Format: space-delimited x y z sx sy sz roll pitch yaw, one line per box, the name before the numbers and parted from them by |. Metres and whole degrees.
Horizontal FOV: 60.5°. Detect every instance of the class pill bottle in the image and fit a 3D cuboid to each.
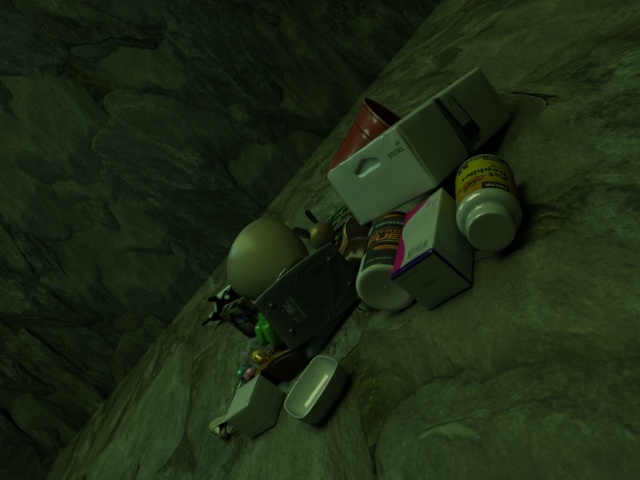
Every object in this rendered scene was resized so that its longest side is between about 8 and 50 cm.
pill bottle | 0.318 -0.072 1.048 0.117 0.117 0.215 -41 17 31
pill bottle | 0.161 0.033 1.229 0.130 0.130 0.246 -40 17 34

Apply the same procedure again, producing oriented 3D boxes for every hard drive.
hard drive | -0.022 0.142 1.392 0.254 0.172 0.054 -38 -15 -10

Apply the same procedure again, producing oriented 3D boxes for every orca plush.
orca plush | -0.421 0.306 2.350 0.287 0.151 0.102 -38 49 30

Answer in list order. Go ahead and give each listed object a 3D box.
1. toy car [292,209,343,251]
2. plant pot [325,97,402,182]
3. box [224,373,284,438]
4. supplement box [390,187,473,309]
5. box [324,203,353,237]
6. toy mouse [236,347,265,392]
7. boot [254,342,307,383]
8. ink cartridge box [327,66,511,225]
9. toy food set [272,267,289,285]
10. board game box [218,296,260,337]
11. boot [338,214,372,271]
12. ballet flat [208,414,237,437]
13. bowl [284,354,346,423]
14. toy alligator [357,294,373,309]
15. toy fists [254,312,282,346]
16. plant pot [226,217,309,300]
toy car | 0.000 0.000 1.673 0.149 0.188 0.155 -31 23 51
plant pot | 0.168 -0.263 1.743 0.265 0.272 0.272 -52 12 23
box | -0.159 0.404 1.335 0.101 0.087 0.102 -40 17 32
supplement box | 0.232 0.013 1.105 0.111 0.114 0.220 -39 19 38
box | 0.072 -0.064 1.914 0.190 0.045 0.184 -42 14 31
toy mouse | -0.221 0.395 1.655 0.143 0.031 0.161 -51 15 -6
boot | -0.101 0.307 1.450 0.197 0.073 0.152 -38 12 23
ink cartridge box | 0.247 -0.233 1.373 0.395 0.166 0.285 -39 6 -36
toy food set | -0.072 0.162 1.584 0.132 0.192 0.038 -50 50 8
board game box | -0.251 0.263 1.856 0.170 0.141 0.048 -28 24 55
boot | 0.145 -0.008 1.532 0.206 0.090 0.248 -16 33 45
ballet flat | -0.248 0.492 1.453 0.168 0.057 0.052 -41 27 33
bowl | -0.005 0.320 1.159 0.142 0.053 0.142 -53 15 -16
toy alligator | 0.118 0.115 1.320 0.190 0.056 0.051 -80 -7 -63
toy fists | -0.057 0.184 1.487 0.279 0.096 0.142 -32 21 -1
plant pot | -0.137 0.088 1.801 0.190 0.284 0.284 22 69 39
